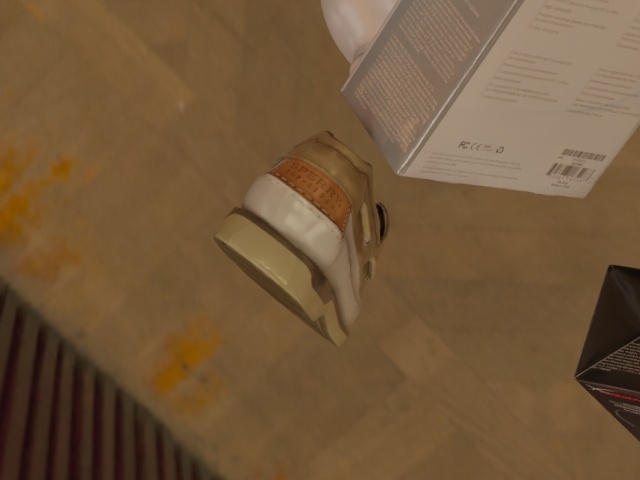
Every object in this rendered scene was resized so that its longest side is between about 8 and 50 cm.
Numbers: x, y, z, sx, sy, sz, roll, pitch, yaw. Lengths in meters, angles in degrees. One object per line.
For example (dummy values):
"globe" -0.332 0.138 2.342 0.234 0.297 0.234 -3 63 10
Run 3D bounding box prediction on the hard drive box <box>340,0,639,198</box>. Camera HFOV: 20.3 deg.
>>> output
"hard drive box" 0.153 -0.145 1.143 0.181 0.089 0.232 5 131 -40

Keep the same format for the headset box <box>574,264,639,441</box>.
"headset box" 0.374 0.137 1.525 0.293 0.218 0.110 40 65 -54

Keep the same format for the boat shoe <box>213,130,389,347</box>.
"boat shoe" 0.000 0.000 1.259 0.113 0.302 0.103 38 85 4

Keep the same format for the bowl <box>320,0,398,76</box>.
"bowl" 0.115 -0.170 1.503 0.298 0.298 0.134 29 72 -14
